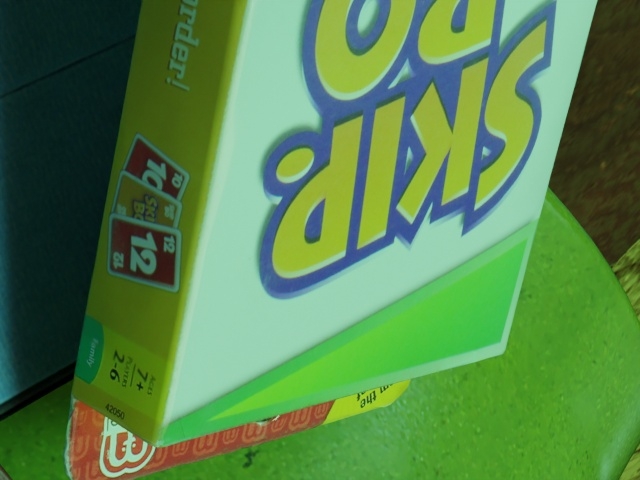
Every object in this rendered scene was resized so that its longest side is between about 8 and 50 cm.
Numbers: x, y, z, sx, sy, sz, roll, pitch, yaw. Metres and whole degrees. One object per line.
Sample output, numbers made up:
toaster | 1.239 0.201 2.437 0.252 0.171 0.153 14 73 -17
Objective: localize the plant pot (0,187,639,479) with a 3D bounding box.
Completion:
plant pot | -0.085 0.118 0.582 0.353 0.366 0.366 -52 157 -23

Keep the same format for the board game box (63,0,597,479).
board game box | 0.018 -0.067 0.400 0.124 0.039 0.259 -10 122 -48

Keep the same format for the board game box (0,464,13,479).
board game box | -0.153 0.050 0.396 0.145 0.281 0.027 -28 156 -37

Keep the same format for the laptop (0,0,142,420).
laptop | -0.083 -0.145 0.268 0.382 0.236 0.408 -30 165 -36
